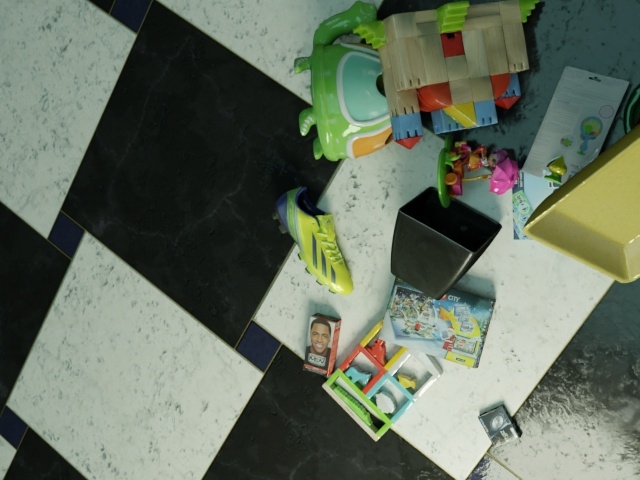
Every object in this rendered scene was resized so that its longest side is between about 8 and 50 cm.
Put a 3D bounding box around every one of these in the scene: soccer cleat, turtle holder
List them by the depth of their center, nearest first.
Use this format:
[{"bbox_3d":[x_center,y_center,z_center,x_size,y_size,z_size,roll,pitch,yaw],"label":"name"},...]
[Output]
[{"bbox_3d":[0.077,-0.336,1.817,0.227,0.243,0.320,-6,56,10],"label":"turtle holder"},{"bbox_3d":[-0.001,0.000,1.959,0.121,0.093,0.289,-38,83,18],"label":"soccer cleat"}]

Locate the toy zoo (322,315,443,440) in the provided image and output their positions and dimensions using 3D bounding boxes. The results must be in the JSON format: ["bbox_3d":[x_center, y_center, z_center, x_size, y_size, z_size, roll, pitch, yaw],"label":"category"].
[{"bbox_3d":[0.159,0.317,1.969,0.192,0.030,0.293,43,112,13],"label":"toy zoo"}]

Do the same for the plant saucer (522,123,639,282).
[{"bbox_3d":[0.605,-0.081,1.570,0.333,0.332,0.081,-44,36,36],"label":"plant saucer"}]

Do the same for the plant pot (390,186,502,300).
[{"bbox_3d":[0.259,0.017,1.803,0.188,0.187,0.167,30,122,17],"label":"plant pot"}]

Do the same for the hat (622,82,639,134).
[{"bbox_3d":[0.642,-0.221,1.568,0.173,0.183,0.209,20,109,29],"label":"hat"}]

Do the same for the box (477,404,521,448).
[{"bbox_3d":[0.409,0.426,1.878,0.067,0.018,0.083,-30,85,26],"label":"box"}]

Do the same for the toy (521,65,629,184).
[{"bbox_3d":[0.526,-0.226,1.690,0.137,0.056,0.237,24,91,31],"label":"toy"}]

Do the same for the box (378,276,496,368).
[{"bbox_3d":[0.265,0.181,1.870,0.233,0.044,0.159,16,89,21],"label":"box"}]

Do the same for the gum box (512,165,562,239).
[{"bbox_3d":[0.503,-0.080,1.743,0.184,0.041,0.157,-1,97,24],"label":"gum box"}]

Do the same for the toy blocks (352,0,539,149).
[{"bbox_3d":[0.279,-0.337,1.680,0.381,0.191,0.261,-12,95,-18],"label":"toy blocks"}]

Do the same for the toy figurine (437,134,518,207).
[{"bbox_3d":[0.344,-0.154,1.756,0.159,0.130,0.173,-1,57,21],"label":"toy figurine"}]

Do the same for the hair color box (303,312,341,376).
[{"bbox_3d":[0.004,0.256,2.023,0.072,0.043,0.141,12,102,23],"label":"hair color box"}]
